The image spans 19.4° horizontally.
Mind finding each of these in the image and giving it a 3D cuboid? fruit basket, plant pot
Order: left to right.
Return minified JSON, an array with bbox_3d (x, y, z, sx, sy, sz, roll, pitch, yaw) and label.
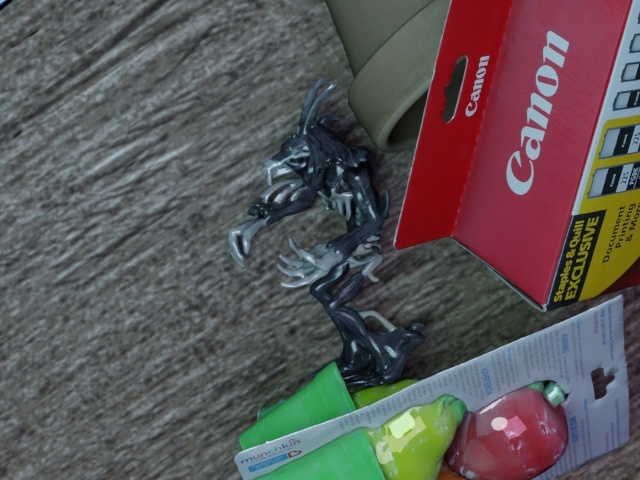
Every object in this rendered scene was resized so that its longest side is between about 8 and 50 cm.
[{"bbox_3d":[0.098,-0.244,1.663,0.263,0.263,0.229,-33,81,-1],"label":"plant pot"},{"bbox_3d":[0.111,0.180,1.688,0.353,0.327,0.165,-28,60,-5],"label":"fruit basket"}]

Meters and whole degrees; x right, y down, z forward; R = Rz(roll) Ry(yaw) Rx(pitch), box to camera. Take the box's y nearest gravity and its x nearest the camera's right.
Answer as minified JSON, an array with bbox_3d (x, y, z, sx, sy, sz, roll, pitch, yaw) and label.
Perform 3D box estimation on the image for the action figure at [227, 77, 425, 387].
[{"bbox_3d":[0.000,0.000,1.706,0.141,0.164,0.276,-20,104,-16],"label":"action figure"}]

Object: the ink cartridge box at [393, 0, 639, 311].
[{"bbox_3d":[0.224,-0.111,1.530,0.272,0.130,0.309,-14,128,-36],"label":"ink cartridge box"}]

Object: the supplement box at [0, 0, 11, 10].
[{"bbox_3d":[-0.331,-0.232,1.706,0.083,0.056,0.083,-40,97,0],"label":"supplement box"}]
